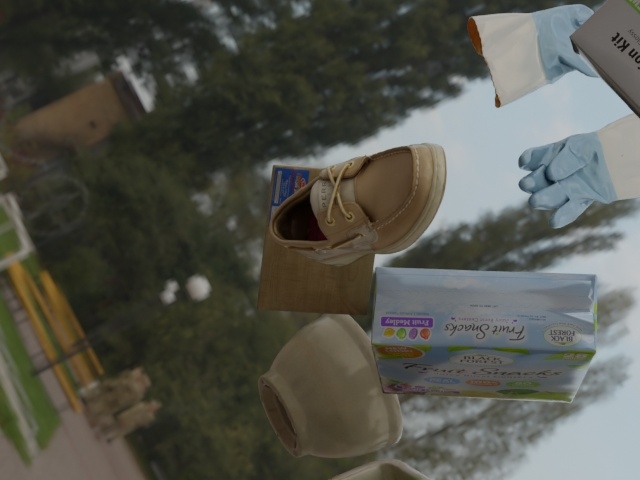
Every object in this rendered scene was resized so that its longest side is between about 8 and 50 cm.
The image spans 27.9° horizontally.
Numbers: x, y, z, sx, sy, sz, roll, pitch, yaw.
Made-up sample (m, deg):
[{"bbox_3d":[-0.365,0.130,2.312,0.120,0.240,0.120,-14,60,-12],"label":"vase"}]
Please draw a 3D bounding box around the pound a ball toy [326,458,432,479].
[{"bbox_3d":[0.109,0.381,1.314,0.135,0.208,0.319,12,-60,66],"label":"pound a ball toy"}]

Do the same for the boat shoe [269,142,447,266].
[{"bbox_3d":[0.019,-0.021,0.830,0.170,0.059,0.063,-33,-129,57],"label":"boat shoe"}]

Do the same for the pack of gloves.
[{"bbox_3d":[0.218,-0.115,1.187,0.046,0.232,0.195,-16,-90,43],"label":"pack of gloves"}]

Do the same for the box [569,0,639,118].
[{"bbox_3d":[0.266,-0.133,0.769,0.145,0.186,0.038,49,8,15],"label":"box"}]

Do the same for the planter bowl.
[{"bbox_3d":[0.001,0.169,1.394,0.162,0.109,0.162,52,-23,34],"label":"planter bowl"}]

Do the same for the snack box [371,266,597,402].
[{"bbox_3d":[0.133,0.083,1.080,0.207,0.174,0.070,72,20,-70],"label":"snack box"}]

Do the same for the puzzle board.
[{"bbox_3d":[0.000,0.000,1.089,0.011,0.096,0.128,-117,-148,-70],"label":"puzzle board"}]
